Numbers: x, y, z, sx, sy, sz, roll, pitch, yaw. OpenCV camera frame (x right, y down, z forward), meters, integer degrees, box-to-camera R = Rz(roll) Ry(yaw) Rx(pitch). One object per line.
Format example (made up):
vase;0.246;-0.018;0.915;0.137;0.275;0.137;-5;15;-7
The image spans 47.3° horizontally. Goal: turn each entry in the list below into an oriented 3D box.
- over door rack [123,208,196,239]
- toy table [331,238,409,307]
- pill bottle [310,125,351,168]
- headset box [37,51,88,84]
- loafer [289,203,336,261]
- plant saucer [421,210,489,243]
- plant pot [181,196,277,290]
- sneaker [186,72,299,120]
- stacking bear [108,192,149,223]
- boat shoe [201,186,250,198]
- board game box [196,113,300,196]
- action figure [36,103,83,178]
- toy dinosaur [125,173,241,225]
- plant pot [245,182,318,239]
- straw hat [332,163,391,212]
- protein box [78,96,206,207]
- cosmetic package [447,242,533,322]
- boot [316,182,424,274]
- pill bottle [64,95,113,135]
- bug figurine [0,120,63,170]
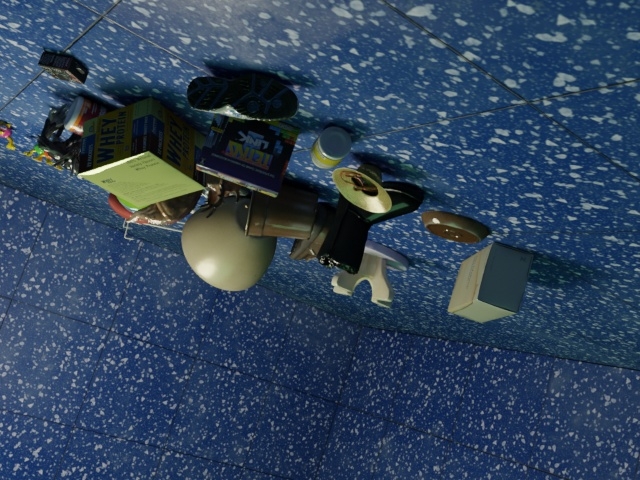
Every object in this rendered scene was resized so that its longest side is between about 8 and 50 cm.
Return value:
over door rack;-0.464;-0.071;2.339;0.324;0.108;0.239;0;-171;-15
toy table;0.147;0.100;2.292;0.274;0.160;0.252;22;168;-27
pill bottle;0.017;-0.176;1.416;0.065;0.065;0.116;20;169;-9
headset box;-0.520;-0.350;1.488;0.083;0.032;0.062;13;168;18
loafer;0.000;0.000;2.097;0.130;0.133;0.366;20;169;-7
plant saucer;0.319;-0.027;1.753;0.169;0.029;0.168;18;169;4
plant pot;-0.238;-0.019;2.143;0.284;0.284;0.191;23;141;-24
sneaker;-0.128;-0.254;1.288;0.211;0.080;0.081;14;-170;22
stacking bear;-0.496;-0.173;1.996;0.164;0.175;0.289;44;160;13
boat shoe;-0.304;-0.145;2.014;0.255;0.079;0.095;12;167;25
board game box;-0.142;-0.181;1.443;0.170;0.141;0.048;19;169;-8
action figure;-0.612;-0.250;1.792;0.164;0.141;0.275;36;-175;-32
toy dinosaur;-0.352;-0.108;1.853;0.200;0.296;0.127;50;174;-8
plant pot;-0.096;-0.076;1.856;0.165;0.166;0.167;11;169;-3
straw hat;0.100;-0.126;1.534;0.145;0.061;0.144;25;156;12
protein box;-0.394;-0.191;1.638;0.200;0.135;0.201;-13;155;24
cosmetic package;0.442;0.119;1.931;0.113;0.160;0.309;18;168;1
boot;0.109;-0.022;1.648;0.247;0.207;0.094;5;163;46
pill bottle;-0.516;-0.271;1.723;0.152;0.086;0.086;24;167;-31
bug figurine;-0.895;-0.297;2.183;0.279;0.072;0.216;22;179;-20
